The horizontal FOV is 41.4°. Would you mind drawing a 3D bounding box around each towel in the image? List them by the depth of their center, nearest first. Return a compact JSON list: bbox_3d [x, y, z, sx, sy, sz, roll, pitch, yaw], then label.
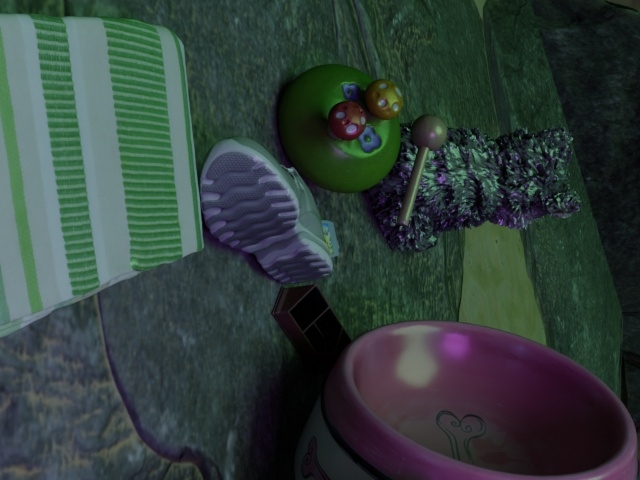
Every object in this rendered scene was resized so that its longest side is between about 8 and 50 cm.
[{"bbox_3d":[-0.212,-0.068,0.732,0.325,0.038,0.247,-26,117,-60],"label":"towel"}]

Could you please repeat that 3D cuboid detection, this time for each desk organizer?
[{"bbox_3d":[-0.006,0.116,1.088,0.130,0.050,0.047,59,35,-36],"label":"desk organizer"}]

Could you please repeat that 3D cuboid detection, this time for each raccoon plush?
[{"bbox_3d":[0.220,-0.103,1.312,0.446,0.299,0.216,2,81,-61],"label":"raccoon plush"}]

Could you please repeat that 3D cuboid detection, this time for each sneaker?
[{"bbox_3d":[-0.068,-0.047,0.985,0.281,0.105,0.115,60,18,-60],"label":"sneaker"}]

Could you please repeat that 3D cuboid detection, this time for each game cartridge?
[{"bbox_3d":[0.000,0.000,1.173,0.083,0.017,0.056,-16,93,-62],"label":"game cartridge"}]

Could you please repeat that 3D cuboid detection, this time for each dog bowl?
[{"bbox_3d":[0.176,0.232,0.982,0.408,0.408,0.150,-34,137,-60],"label":"dog bowl"}]

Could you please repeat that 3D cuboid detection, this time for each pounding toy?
[{"bbox_3d":[0.069,-0.150,1.128,0.237,0.110,0.183,28,68,-18],"label":"pounding toy"}]
